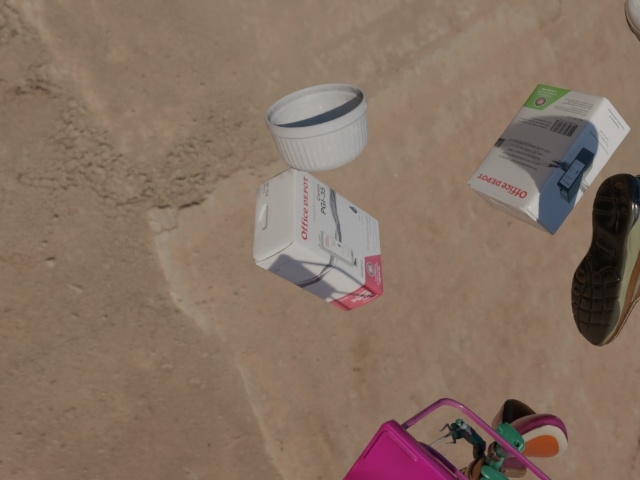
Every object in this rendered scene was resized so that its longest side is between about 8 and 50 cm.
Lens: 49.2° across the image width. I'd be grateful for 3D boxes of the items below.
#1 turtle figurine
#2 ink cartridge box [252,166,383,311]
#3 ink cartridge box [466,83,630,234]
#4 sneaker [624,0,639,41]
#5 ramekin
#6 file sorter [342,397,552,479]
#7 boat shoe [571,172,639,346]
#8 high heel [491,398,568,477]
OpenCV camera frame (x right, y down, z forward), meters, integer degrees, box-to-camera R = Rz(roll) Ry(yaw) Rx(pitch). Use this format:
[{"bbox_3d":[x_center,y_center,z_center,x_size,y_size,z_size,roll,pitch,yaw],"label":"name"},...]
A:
[{"bbox_3d":[0.262,0.394,1.194,0.118,0.234,0.175,12,61,-9],"label":"turtle figurine"},{"bbox_3d":[0.000,0.000,1.501,0.283,0.117,0.207,31,45,-38],"label":"ink cartridge box"},{"bbox_3d":[0.471,-0.174,1.467,0.114,0.198,0.273,35,92,-33],"label":"ink cartridge box"},{"bbox_3d":[0.406,-0.208,0.592,0.129,0.297,0.111,27,84,-50],"label":"sneaker"},{"bbox_3d":[0.000,-0.223,1.402,0.207,0.207,0.109,-54,138,-44],"label":"ramekin"},{"bbox_3d":[0.106,0.346,0.746,0.202,0.291,0.182,40,21,24],"label":"file sorter"},{"bbox_3d":[0.527,0.038,1.196,0.119,0.123,0.324,-7,122,-15],"label":"boat shoe"},{"bbox_3d":[0.424,0.371,1.467,0.377,0.127,0.181,95,3,-61],"label":"high heel"}]
